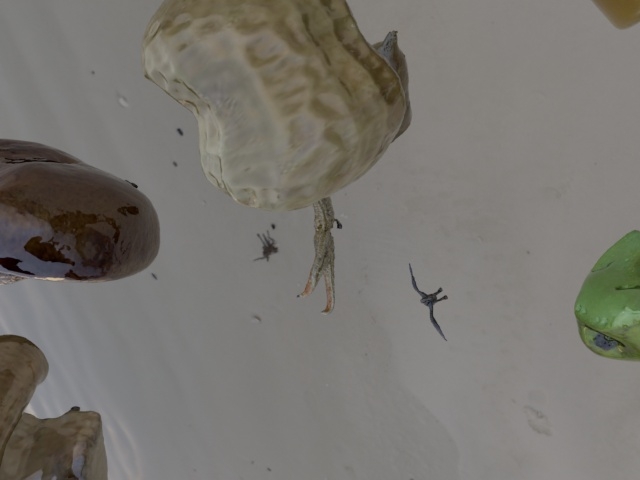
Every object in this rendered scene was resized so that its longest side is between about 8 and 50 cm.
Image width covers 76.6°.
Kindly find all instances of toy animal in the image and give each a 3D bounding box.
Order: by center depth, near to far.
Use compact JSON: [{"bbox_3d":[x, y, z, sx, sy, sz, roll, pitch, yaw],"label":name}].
[{"bbox_3d":[0.290,0.159,1.077,0.062,0.108,0.220,-36,71,34],"label":"toy animal"}]

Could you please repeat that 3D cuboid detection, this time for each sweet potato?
[{"bbox_3d":[0.152,-0.376,1.026,0.158,0.157,0.369,18,169,18],"label":"sweet potato"}]

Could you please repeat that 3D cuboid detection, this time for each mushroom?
[{"bbox_3d":[-0.264,0.231,0.314,0.156,0.151,0.285,-5,101,-13],"label":"mushroom"},{"bbox_3d":[-0.442,-0.013,0.670,0.346,0.345,0.259,25,100,13],"label":"mushroom"}]

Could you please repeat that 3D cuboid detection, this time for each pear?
[{"bbox_3d":[0.775,0.166,0.956,0.238,0.342,0.318,44,107,-3],"label":"pear"}]

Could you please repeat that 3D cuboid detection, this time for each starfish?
[{"bbox_3d":[0.002,0.000,0.635,0.050,0.138,0.247,-6,88,17],"label":"starfish"}]

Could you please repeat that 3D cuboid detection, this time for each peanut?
[{"bbox_3d":[-0.041,-0.145,0.358,0.233,0.197,0.110,57,169,-7],"label":"peanut"}]

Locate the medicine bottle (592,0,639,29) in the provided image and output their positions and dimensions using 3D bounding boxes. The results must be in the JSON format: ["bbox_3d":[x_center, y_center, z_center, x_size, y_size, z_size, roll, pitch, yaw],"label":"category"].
[{"bbox_3d":[0.317,-0.365,0.356,0.231,0.238,0.238,51,129,0],"label":"medicine bottle"}]
